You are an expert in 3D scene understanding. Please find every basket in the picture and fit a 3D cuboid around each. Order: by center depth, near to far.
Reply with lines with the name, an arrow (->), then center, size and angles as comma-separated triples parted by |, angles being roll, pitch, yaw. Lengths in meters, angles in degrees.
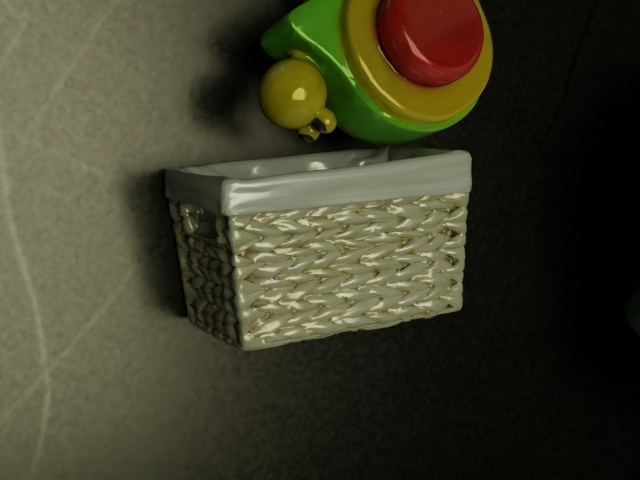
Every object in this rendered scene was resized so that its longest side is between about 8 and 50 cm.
basket -> 0.000, 0.000, 0.670 | 0.167, 0.113, 0.103 | -9, 100, -25

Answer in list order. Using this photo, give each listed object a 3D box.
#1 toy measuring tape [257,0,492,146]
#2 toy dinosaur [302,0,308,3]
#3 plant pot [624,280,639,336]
toy measuring tape -> 0.092, -0.150, 0.710 | 0.330, 0.121, 0.121 | -37, 109, -29
toy dinosaur -> 0.000, -0.246, 0.676 | 0.112, 0.064, 0.211 | 24, 84, -27
plant pot -> 0.348, 0.036, 0.775 | 0.293, 0.293, 0.196 | 31, 108, -25
